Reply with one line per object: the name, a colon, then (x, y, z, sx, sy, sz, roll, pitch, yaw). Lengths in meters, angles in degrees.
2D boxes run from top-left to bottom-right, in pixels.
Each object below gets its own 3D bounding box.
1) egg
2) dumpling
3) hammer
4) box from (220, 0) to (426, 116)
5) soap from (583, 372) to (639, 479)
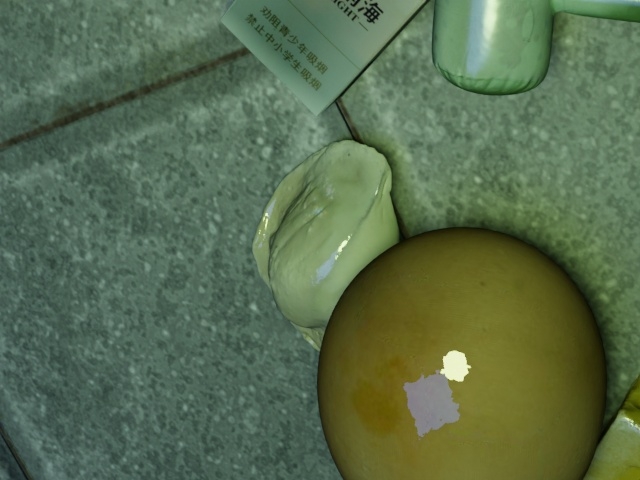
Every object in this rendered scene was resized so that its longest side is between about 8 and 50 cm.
egg: (0.146, 0.162, 1.978, 0.301, 0.301, 0.374, 19, 127, 21)
dumpling: (0.000, 0.000, 2.095, 0.179, 0.131, 0.252, 36, 125, 41)
hammer: (0.273, -0.229, 1.795, 0.335, 0.119, 0.206, 8, 107, 16)
box: (0.022, -0.261, 1.958, 0.155, 0.067, 0.243, 45, 130, -2)
soap: (0.426, 0.305, 2.033, 0.315, 0.091, 0.199, 33, 128, 10)
